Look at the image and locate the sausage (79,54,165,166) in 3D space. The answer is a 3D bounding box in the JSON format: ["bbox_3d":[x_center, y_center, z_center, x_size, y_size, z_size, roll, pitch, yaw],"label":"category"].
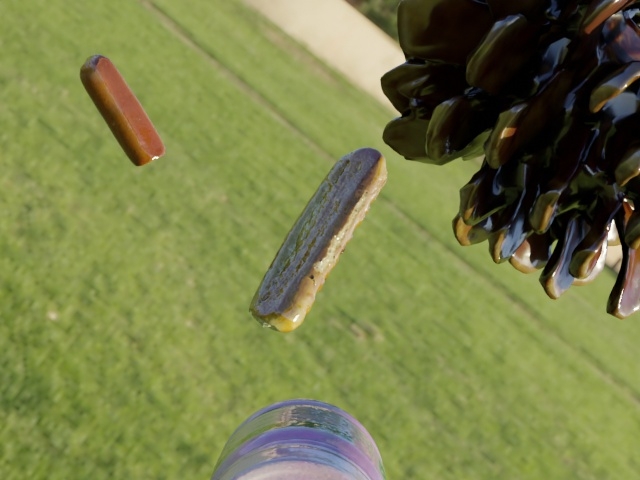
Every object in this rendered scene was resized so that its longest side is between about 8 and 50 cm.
[{"bbox_3d":[-0.216,-0.141,1.458,0.039,0.041,0.131,-18,-73,52],"label":"sausage"}]

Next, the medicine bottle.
[{"bbox_3d":[-0.027,0.305,1.508,0.212,0.212,0.325,38,4,-1],"label":"medicine bottle"}]

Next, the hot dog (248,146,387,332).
[{"bbox_3d":[0.000,0.000,1.297,0.066,0.215,0.047,11,-31,34],"label":"hot dog"}]

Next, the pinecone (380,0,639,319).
[{"bbox_3d":[0.180,-0.075,0.801,0.264,0.264,0.264,38,5,-4],"label":"pinecone"}]
